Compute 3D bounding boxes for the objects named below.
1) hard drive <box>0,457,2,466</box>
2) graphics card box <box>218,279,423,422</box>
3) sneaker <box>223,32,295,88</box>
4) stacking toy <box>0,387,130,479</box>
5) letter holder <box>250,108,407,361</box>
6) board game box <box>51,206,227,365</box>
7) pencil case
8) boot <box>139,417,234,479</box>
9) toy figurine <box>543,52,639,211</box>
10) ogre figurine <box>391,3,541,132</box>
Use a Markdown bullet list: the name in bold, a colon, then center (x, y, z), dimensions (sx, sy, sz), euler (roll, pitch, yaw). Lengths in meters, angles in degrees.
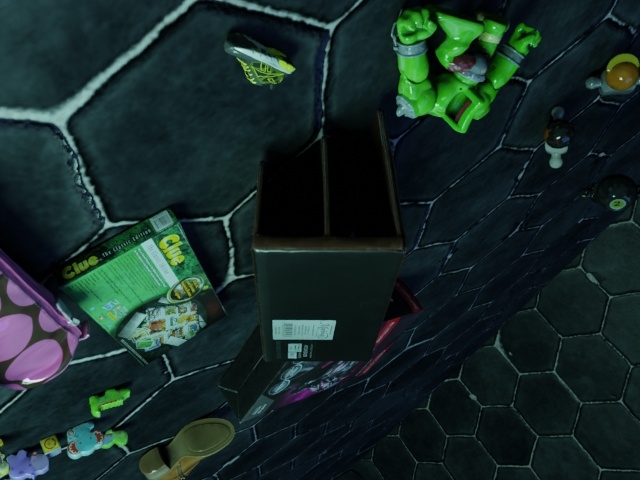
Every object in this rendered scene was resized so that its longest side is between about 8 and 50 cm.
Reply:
- **hard drive**: center (-0.344, 0.125, 0.316), dimensions (0.233, 0.047, 0.353), euler (-59, 153, -44)
- **graphics card box**: center (0.011, 0.202, 1.107), dimensions (0.371, 0.094, 0.232), euler (-5, 140, -47)
- **sneaker**: center (-0.056, -0.154, 0.508), dimensions (0.035, 0.031, 0.083), euler (-49, 152, 24)
- **stacking toy**: center (-0.382, 0.310, 0.839), dimensions (0.221, 0.052, 0.167), euler (-20, 150, -32)
- **letter holder**: center (0.000, 0.000, 0.730), dimensions (0.152, 0.214, 0.301), euler (0, 148, -3)
- **board game box**: center (-0.201, 0.068, 0.697), dimensions (0.136, 0.030, 0.259), euler (-29, 153, -13)
- **pencil case**: center (-0.287, 0.053, 0.494), dimensions (0.098, 0.095, 0.209), euler (-13, 150, -2)
- **boot**: center (-0.260, 0.432, 1.175), dimensions (0.197, 0.073, 0.152), euler (-20, 150, -8)
- **toy figurine**: center (0.490, -0.173, 0.953), dimensions (0.213, 0.209, 0.148), euler (-43, 170, 19)
- **ogre figurine**: center (0.152, -0.190, 0.638), dimensions (0.197, 0.097, 0.118), euler (-25, 142, -47)
